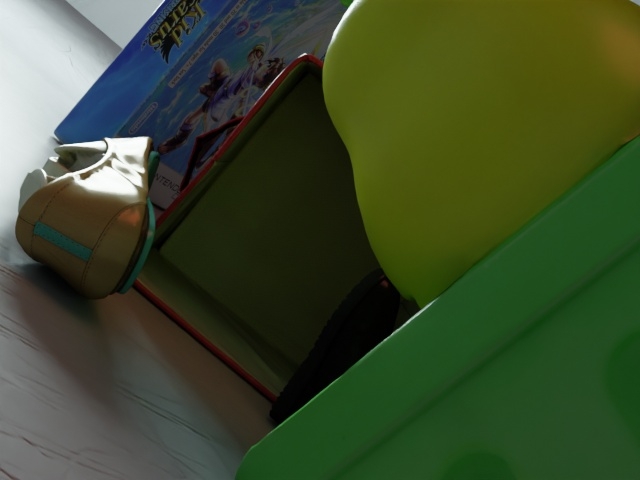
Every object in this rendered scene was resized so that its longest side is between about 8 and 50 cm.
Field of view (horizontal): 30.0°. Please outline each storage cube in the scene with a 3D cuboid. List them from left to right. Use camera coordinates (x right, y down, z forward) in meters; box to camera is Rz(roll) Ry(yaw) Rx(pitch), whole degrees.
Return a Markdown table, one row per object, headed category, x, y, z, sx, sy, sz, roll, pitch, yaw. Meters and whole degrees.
| category | x | y | z | sx | sy | sz | roll | pitch | yaw |
| --- | --- | --- | --- | --- | --- | --- | --- | --- | --- |
| storage cube | 0.000 | 0.000 | 0.835 | 0.215 | 0.183 | 0.193 | 41 | 3 | -3 |

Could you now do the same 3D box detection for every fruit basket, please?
| category | x | y | z | sx | sy | sz | roll | pitch | yaw |
| --- | --- | --- | --- | --- | --- | --- | --- | --- | --- |
| fruit basket | 0.142 | 0.028 | 0.544 | 0.283 | 0.392 | 0.392 | 37 | 5 | -39 |

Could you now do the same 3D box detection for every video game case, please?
| category | x | y | z | sx | sy | sz | roll | pitch | yaw |
| --- | --- | --- | --- | --- | --- | --- | --- | --- | --- |
| video game case | -0.076 | -0.144 | 1.098 | 0.061 | 0.269 | 0.244 | 44 | 5 | 26 |

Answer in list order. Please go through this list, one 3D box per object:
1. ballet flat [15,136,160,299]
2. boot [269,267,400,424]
| category | x | y | z | sx | sy | sz | roll | pitch | yaw |
| --- | --- | --- | --- | --- | --- | --- | --- | --- | --- |
| ballet flat | -0.134 | -0.028 | 0.696 | 0.073 | 0.080 | 0.232 | 23 | 6 | -12 |
| boot | 0.037 | 0.090 | 0.692 | 0.099 | 0.121 | 0.045 | 36 | 4 | 23 |
